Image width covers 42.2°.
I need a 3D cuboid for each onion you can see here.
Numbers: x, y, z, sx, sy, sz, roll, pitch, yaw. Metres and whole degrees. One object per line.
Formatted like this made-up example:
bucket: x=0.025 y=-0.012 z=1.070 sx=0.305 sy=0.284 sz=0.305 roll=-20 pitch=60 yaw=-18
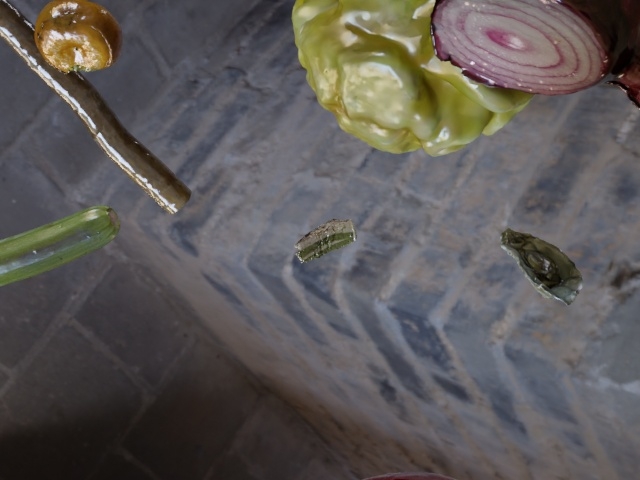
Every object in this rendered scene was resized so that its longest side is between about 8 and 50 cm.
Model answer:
onion: x=0.206 y=-0.188 z=0.676 sx=0.139 sy=0.218 sz=0.195 roll=-65 pitch=-177 yaw=-18

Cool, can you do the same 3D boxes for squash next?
squash: x=-0.391 y=0.011 z=1.158 sx=0.229 sy=0.066 sz=0.066 roll=-21 pitch=129 yaw=4

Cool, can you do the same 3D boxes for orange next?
orange: x=-0.244 y=-0.211 z=0.836 sx=0.086 sy=0.086 sz=0.062 roll=46 pitch=34 yaw=-47

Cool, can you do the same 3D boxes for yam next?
yam: x=-0.270 y=-0.155 z=0.950 sx=0.045 sy=0.045 sz=0.327 roll=-42 pitch=117 yaw=-1

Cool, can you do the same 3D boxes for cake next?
cake: x=0.000 y=0.000 z=1.555 sx=0.140 sy=0.055 sz=0.051 roll=-23 pitch=109 yaw=-33

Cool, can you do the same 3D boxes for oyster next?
oyster: x=0.215 y=0.030 z=0.839 sx=0.100 sy=0.098 sz=0.037 roll=-34 pitch=153 yaw=-59

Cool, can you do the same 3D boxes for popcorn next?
popcorn: x=0.121 y=-0.254 z=0.915 sx=0.292 sy=0.293 sz=0.334 roll=20 pitch=82 yaw=-20

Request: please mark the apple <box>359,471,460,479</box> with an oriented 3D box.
apple: x=0.050 y=0.249 z=0.428 sx=0.260 sy=0.260 sz=0.216 roll=-26 pitch=102 yaw=-42
